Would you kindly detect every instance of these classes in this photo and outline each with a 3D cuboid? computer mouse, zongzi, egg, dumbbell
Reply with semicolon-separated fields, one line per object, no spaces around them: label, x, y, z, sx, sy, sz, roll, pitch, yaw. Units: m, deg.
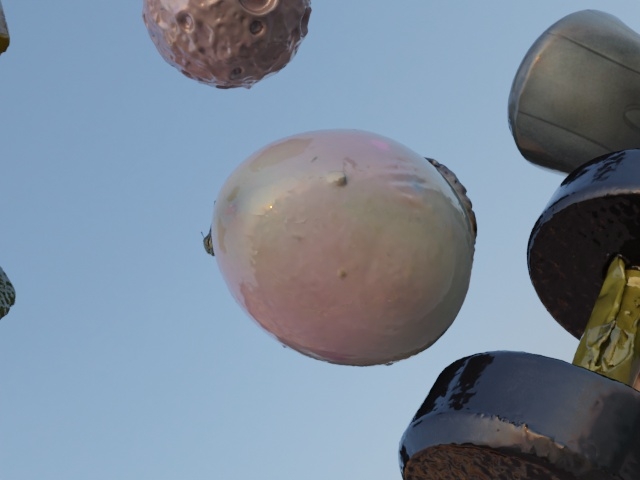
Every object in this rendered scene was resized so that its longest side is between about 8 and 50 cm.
computer mouse;0.370;-0.142;0.899;0.370;0.122;0.188;9;-67;-43
zongzi;-0.223;-0.025;1.588;0.109;0.119;0.055;-41;-35;-23
egg;0.000;0.000;1.091;0.339;0.354;0.355;14;-68;-45
dumbbell;0.218;0.093;0.572;0.322;0.203;0.204;-49;-30;-36

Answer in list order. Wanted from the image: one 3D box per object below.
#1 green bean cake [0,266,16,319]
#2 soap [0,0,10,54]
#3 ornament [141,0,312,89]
green bean cake;-0.702;0.081;1.348;0.156;0.247;0.250;-23;-71;15
soap;-0.545;-0.296;1.109;0.160;0.257;0.080;-33;-47;0
ornament;-0.136;-0.354;1.120;0.259;0.225;0.260;-4;-81;-26
